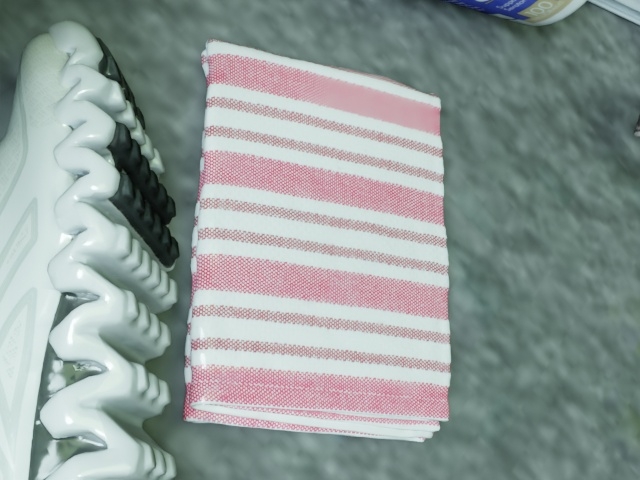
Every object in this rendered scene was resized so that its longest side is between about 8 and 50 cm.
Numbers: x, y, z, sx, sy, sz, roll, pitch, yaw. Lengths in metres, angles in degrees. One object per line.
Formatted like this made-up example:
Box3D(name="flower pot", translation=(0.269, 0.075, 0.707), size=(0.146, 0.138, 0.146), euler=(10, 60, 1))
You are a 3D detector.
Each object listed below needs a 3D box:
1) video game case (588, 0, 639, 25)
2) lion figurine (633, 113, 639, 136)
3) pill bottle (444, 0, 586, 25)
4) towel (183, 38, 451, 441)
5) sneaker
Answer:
Box3D(name="video game case", translation=(0.214, -0.251, 0.704), size=(0.183, 0.023, 0.201), euler=(15, 71, -27))
Box3D(name="lion figurine", translation=(0.347, -0.204, 0.695), size=(0.240, 0.142, 0.392), euler=(27, 83, -32))
Box3D(name="pill bottle", translation=(0.063, -0.191, 0.545), size=(0.186, 0.112, 0.112), euler=(7, 74, -29))
Box3D(name="towel", translation=(0.000, 0.000, 0.512), size=(0.144, 0.029, 0.197), euler=(11, 70, -28))
Box3D(name="sneaker", translation=(-0.116, 0.042, 0.388), size=(0.118, 0.110, 0.292), euler=(-7, 66, 5))
